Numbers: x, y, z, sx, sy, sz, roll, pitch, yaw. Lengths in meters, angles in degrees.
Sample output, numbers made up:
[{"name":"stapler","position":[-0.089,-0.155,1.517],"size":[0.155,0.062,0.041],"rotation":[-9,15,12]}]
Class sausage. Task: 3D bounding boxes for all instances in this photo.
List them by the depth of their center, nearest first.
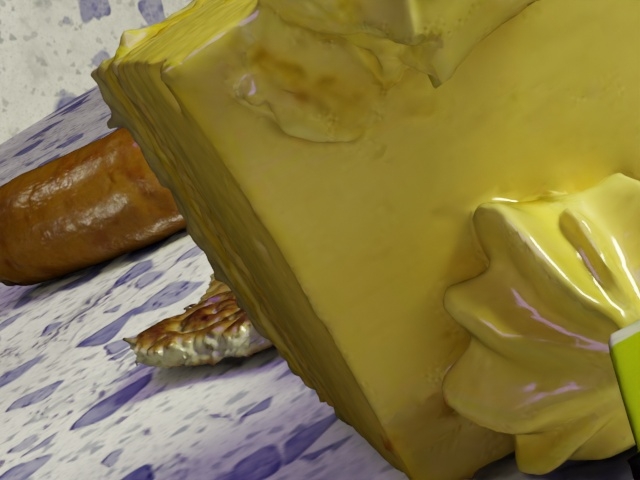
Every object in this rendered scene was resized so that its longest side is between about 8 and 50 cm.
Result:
[{"name":"sausage","position":[-0.175,-0.036,1.543],"size":[0.270,0.109,0.109],"rotation":[-20,15,33]}]

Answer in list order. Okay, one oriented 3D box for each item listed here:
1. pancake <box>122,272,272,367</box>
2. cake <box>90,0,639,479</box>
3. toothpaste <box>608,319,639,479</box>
[{"name":"pancake","position":[0.000,0.001,1.118],"size":[0.257,0.056,0.212],"rotation":[-15,18,46]},{"name":"cake","position":[0.065,-0.044,0.772],"size":[0.222,0.227,0.286],"rotation":[-35,11,-10]},{"name":"toothpaste","position":[0.240,0.008,0.527],"size":[0.327,0.077,0.110],"rotation":[-26,11,9]}]
